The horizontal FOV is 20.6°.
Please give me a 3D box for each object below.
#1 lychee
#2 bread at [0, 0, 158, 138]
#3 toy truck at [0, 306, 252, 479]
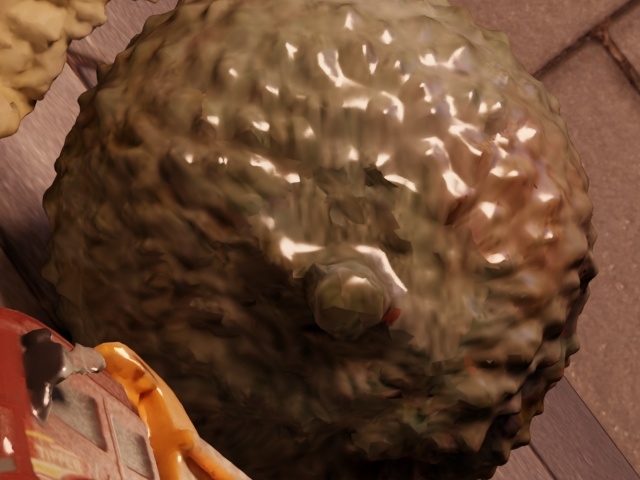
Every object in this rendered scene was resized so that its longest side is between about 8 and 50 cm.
[{"bbox_3d":[0.000,0.000,0.811,0.255,0.255,0.274,52,4,-4],"label":"lychee"},{"bbox_3d":[-0.189,-0.173,0.749,0.224,0.183,0.211,52,11,11],"label":"bread"},{"bbox_3d":[-0.045,0.129,0.544,0.270,0.114,0.135,45,16,-39],"label":"toy truck"}]
